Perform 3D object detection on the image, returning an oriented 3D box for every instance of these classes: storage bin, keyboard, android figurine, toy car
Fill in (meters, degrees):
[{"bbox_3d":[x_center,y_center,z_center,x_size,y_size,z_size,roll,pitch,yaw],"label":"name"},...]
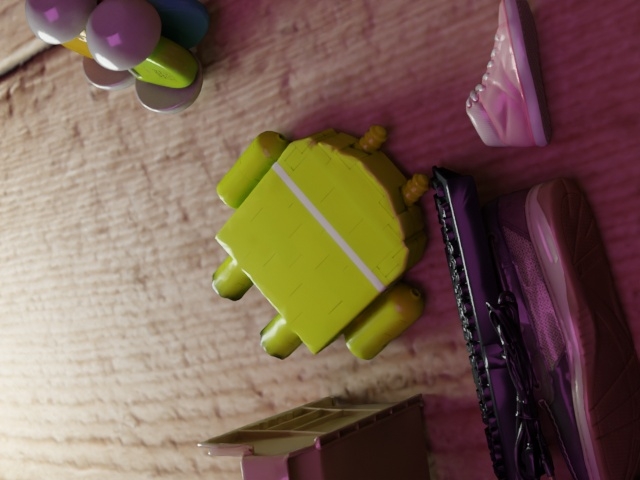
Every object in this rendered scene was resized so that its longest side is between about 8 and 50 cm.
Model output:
[{"bbox_3d":[0.012,0.297,0.915,0.123,0.260,0.262,-9,87,30],"label":"storage bin"},{"bbox_3d":[0.147,0.096,0.844,0.033,0.201,0.317,-15,100,-3],"label":"keyboard"},{"bbox_3d":[0.000,0.000,0.974,0.248,0.056,0.273,48,125,10],"label":"android figurine"},{"bbox_3d":[-0.191,-0.224,0.982,0.182,0.159,0.136,25,81,24],"label":"toy car"}]

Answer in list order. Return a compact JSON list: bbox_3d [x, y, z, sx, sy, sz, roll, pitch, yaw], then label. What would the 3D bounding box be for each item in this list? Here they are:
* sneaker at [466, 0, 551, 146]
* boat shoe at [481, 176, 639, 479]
[{"bbox_3d":[0.153,-0.142,0.832,0.070,0.051,0.134,-5,108,28],"label":"sneaker"},{"bbox_3d":[0.211,0.088,0.851,0.092,0.103,0.285,-9,101,43],"label":"boat shoe"}]
